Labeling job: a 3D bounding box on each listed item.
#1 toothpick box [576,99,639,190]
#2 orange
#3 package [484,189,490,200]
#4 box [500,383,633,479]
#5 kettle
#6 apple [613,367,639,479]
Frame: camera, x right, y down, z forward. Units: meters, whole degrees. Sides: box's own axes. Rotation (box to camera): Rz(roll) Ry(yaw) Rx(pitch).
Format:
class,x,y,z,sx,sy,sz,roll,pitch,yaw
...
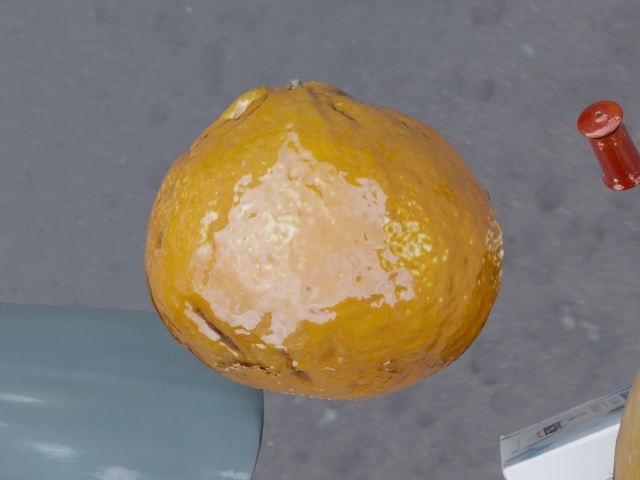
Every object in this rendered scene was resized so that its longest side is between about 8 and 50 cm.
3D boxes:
class,x,y,z,sx,sy,sz,roll,pitch,yaw
toothpick box,0.272,-0.090,1.417,0.047,0.083,0.047,-19,43,18
orange,0.002,0.000,0.574,0.135,0.135,0.117,16,113,26
package,0.095,-0.037,1.213,0.071,0.131,0.047,32,95,-20
box,0.269,0.194,1.311,0.203,0.274,0.116,-24,86,5
kettle,-0.187,0.141,1.045,0.160,0.243,0.210,15,92,52
apple,0.360,0.156,0.842,0.391,0.346,0.391,37,143,33
